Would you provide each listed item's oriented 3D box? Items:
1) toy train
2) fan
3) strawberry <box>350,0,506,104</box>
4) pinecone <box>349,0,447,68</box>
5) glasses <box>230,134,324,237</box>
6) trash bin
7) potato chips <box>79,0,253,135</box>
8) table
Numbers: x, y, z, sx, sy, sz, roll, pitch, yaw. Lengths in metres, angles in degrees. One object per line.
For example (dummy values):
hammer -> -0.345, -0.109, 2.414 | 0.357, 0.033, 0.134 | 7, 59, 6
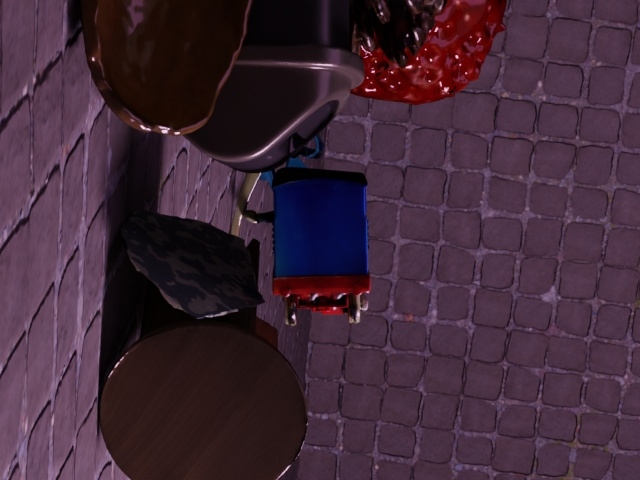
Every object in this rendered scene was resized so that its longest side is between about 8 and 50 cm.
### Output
toy train -> 0.000, 0.000, 1.600 | 0.204, 0.082, 0.131 | -102, -170, -84
fan -> -0.101, 0.017, 1.548 | 0.009, 0.131, 0.240 | -57, -179, 16
strawberry -> 0.055, -0.319, 2.424 | 0.317, 0.295, 0.345 | 61, 25, 13
pinecone -> 0.028, -0.317, 2.008 | 0.298, 0.242, 0.296 | 82, 30, -73
glasses -> -0.052, -0.047, 2.338 | 0.239, 0.102, 0.207 | 91, 6, -61
trash bin -> -0.056, -0.200, 1.463 | 0.209, 0.182, 0.290 | 12, 80, -86
potato chips -> -0.111, -0.168, 1.310 | 0.150, 0.049, 0.202 | 16, 73, -42
table -> -0.094, 0.094, 1.622 | 0.227, 0.167, 0.167 | -91, -175, -66
